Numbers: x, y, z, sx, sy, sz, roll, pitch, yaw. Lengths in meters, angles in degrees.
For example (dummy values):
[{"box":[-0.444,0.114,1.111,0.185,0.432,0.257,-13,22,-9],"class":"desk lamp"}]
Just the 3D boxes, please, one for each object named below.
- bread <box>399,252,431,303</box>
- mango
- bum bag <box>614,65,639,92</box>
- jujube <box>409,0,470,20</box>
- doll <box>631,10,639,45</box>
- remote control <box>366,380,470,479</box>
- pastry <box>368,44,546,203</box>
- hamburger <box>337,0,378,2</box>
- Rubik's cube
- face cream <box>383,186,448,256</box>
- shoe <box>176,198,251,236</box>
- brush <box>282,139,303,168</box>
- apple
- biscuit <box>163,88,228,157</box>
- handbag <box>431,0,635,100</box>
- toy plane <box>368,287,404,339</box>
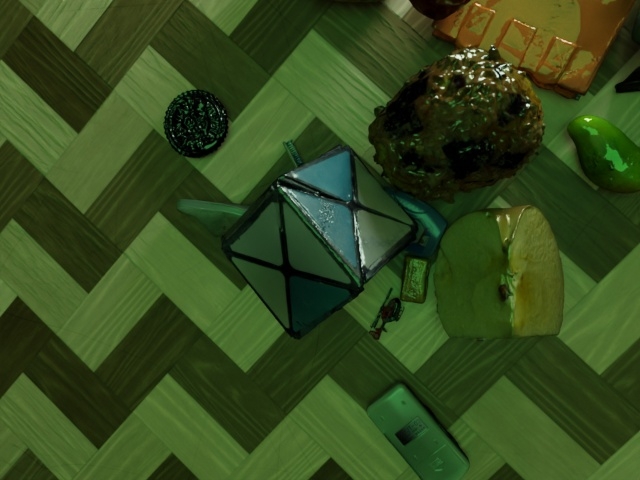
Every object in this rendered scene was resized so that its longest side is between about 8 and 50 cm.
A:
[{"box":[0.248,0.101,1.436,0.074,0.053,0.132,5,94,13],"class":"bread"},{"box":[0.688,-0.205,1.318,0.233,0.111,0.125,44,94,6],"class":"mango"},{"box":[0.767,-0.378,1.271,0.109,0.159,0.026,-2,88,11],"class":"bum bag"},{"box":[0.251,-0.632,1.231,0.174,0.174,0.250,-28,107,10],"class":"jujube"},{"box":[0.788,-0.537,1.175,0.382,0.379,0.252,-4,131,-24],"class":"doll"},{"box":[0.263,0.523,1.454,0.140,0.056,0.296,-41,88,11],"class":"remote control"},{"box":[0.313,-0.262,1.249,0.405,0.337,0.292,-16,56,7],"class":"pastry"},{"box":[0.087,-0.745,1.354,0.304,0.174,0.284,6,97,9],"class":"hamburger"},{"box":[0.000,0.000,1.294,0.307,0.305,0.310,52,131,4],"class":"Rubik's cube"},{"box":[0.190,-0.062,1.410,0.264,0.083,0.149,27,122,13],"class":"face cream"},{"box":[-0.280,-0.058,1.492,0.251,0.103,0.100,9,94,14],"class":"shoe"},{"box":[-0.052,-0.191,1.480,0.030,0.033,0.179,-27,89,-4],"class":"brush"},{"box":[0.433,0.082,1.309,0.314,0.252,0.309,-2,80,8],"class":"apple"},{"box":[-0.345,-0.320,1.510,0.194,0.053,0.195,0,92,9],"class":"biscuit"},{"box":[0.514,-0.552,1.329,0.410,0.116,0.304,27,100,7],"class":"handbag"},{"box":[0.177,0.203,1.457,0.060,0.037,0.145,31,102,32],"class":"toy plane"}]
